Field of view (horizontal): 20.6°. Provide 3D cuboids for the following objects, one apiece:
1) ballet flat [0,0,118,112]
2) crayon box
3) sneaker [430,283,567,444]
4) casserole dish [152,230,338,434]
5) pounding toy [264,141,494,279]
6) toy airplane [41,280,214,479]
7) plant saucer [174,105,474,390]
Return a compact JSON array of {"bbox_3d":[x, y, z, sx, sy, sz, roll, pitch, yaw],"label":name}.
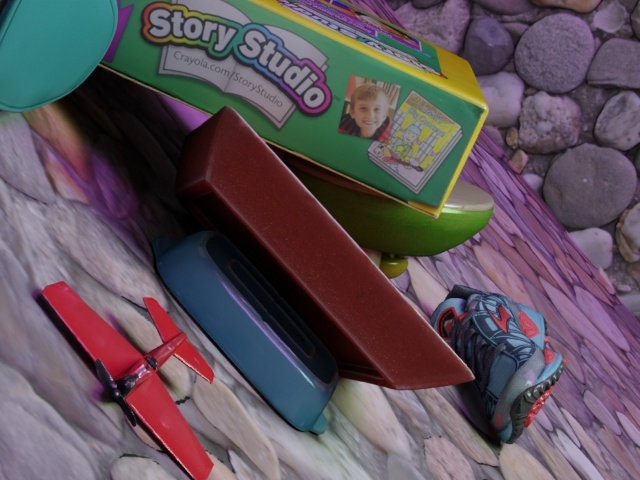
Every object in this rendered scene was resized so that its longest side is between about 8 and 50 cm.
[{"bbox_3d":[-0.241,-0.156,1.093,0.139,0.139,0.400,50,14,3],"label":"ballet flat"},{"bbox_3d":[-0.052,-0.160,1.447,0.363,0.106,0.313,24,12,-3],"label":"crayon box"},{"bbox_3d":[0.162,0.116,1.770,0.125,0.104,0.262,29,11,-8],"label":"sneaker"},{"bbox_3d":[-0.047,0.060,1.289,0.188,0.037,0.114,49,12,-3],"label":"casserole dish"},{"bbox_3d":[0.028,-0.012,1.511,0.183,0.110,0.237,1,16,-46],"label":"pounding toy"},{"bbox_3d":[-0.102,0.076,1.066,0.151,0.028,0.151,48,13,-15],"label":"toy airplane"},{"bbox_3d":[-0.016,0.020,1.330,0.258,0.048,0.259,48,-10,-6],"label":"plant saucer"}]
